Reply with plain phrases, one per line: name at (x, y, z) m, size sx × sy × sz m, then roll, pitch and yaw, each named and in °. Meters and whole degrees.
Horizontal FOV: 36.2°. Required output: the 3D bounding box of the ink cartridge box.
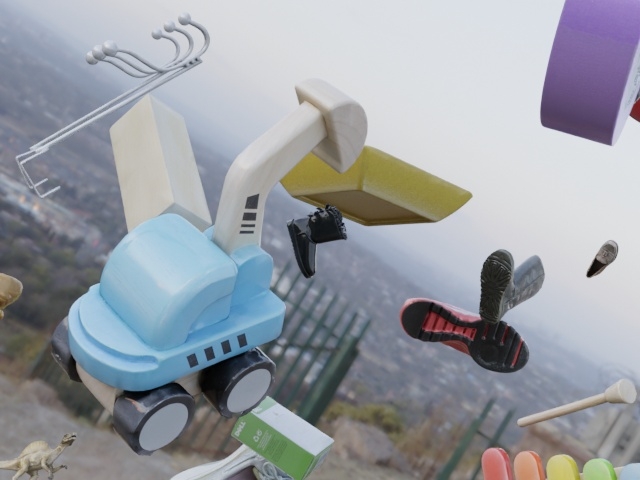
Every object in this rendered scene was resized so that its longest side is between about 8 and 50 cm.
ink cartridge box at (-0.089, 0.340, 1.758) m, size 0.209 × 0.062 × 0.109 m, roll 32°, pitch 12°, yaw 15°

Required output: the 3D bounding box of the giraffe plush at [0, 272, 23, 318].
giraffe plush at (-0.562, 0.147, 1.487) m, size 0.181 × 0.170 × 0.210 m, roll 11°, pitch -33°, yaw -20°

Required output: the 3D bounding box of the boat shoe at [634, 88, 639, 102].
boat shoe at (0.404, -0.218, 1.358) m, size 0.075 × 0.065 × 0.206 m, roll 59°, pitch 20°, yaw -15°

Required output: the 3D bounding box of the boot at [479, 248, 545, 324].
boot at (0.425, 0.075, 2.116) m, size 0.076 × 0.189 × 0.208 m, roll 33°, pitch 39°, yaw 33°

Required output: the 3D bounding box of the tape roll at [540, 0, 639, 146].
tape roll at (0.344, -0.253, 1.144) m, size 0.090 × 0.275 × 0.275 m, roll 19°, pitch -2°, yaw 17°

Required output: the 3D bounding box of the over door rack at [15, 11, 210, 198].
over door rack at (-0.321, -0.208, 1.409) m, size 0.108 × 0.324 × 0.239 m, roll 49°, pitch -10°, yaw -17°

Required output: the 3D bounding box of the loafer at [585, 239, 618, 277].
loafer at (0.683, 0.050, 2.377) m, size 0.045 × 0.039 × 0.125 m, roll 41°, pitch -37°, yaw 18°

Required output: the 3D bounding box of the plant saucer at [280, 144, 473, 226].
plant saucer at (0.099, -0.103, 2.114) m, size 0.333 × 0.081 × 0.333 m, roll 20°, pitch -13°, yaw -37°

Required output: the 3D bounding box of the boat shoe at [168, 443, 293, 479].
boat shoe at (-0.146, 0.462, 1.866) m, size 0.103 × 0.320 × 0.118 m, roll -111°, pitch -179°, yaw -58°

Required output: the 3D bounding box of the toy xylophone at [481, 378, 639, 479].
toy xylophone at (0.293, 0.300, 1.134) m, size 0.081 × 0.323 × 0.236 m, roll 3°, pitch 62°, yaw -35°

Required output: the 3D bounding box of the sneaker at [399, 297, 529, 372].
sneaker at (0.327, 0.196, 2.220) m, size 0.314 × 0.116 × 0.136 m, roll 23°, pitch 9°, yaw -4°

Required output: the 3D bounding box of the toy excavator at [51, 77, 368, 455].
toy excavator at (-0.138, 0.020, 1.359) m, size 0.433 × 0.445 × 0.222 m, roll -20°, pitch 46°, yaw -37°

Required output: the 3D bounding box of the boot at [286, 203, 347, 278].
boot at (0.000, 0.000, 1.766) m, size 0.045 × 0.099 × 0.121 m, roll -21°, pitch 95°, yaw -75°

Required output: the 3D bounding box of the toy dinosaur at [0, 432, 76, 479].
toy dinosaur at (-0.494, 0.382, 1.656) m, size 0.053 × 0.183 × 0.092 m, roll 78°, pitch -4°, yaw -47°

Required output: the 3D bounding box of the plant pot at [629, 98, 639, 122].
plant pot at (0.606, -0.322, 1.755) m, size 0.191 × 0.174 × 0.191 m, roll 25°, pitch 38°, yaw -20°

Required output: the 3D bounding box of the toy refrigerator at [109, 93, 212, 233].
toy refrigerator at (-0.262, -0.106, 1.597) m, size 0.094 × 0.102 × 0.269 m, roll 33°, pitch 26°, yaw -42°
